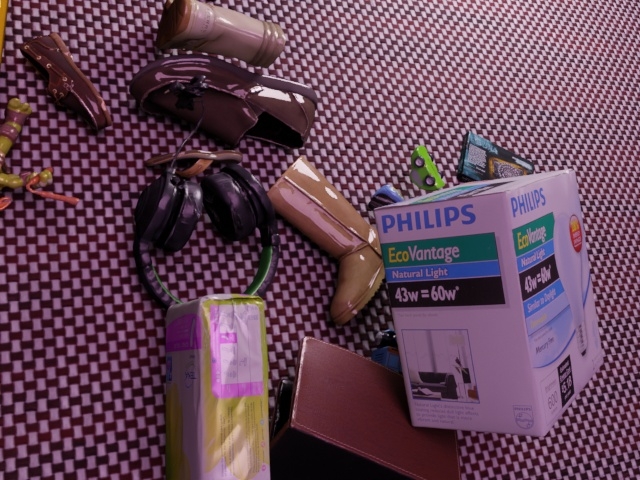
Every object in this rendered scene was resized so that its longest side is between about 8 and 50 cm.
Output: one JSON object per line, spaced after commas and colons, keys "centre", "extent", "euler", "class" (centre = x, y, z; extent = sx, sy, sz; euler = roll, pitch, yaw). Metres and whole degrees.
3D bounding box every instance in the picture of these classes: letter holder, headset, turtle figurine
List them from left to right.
{"centre": [-0.518, -0.128, 1.092], "extent": [0.270, 0.087, 0.217], "euler": [4, 59, -14], "class": "turtle figurine"}
{"centre": [-0.189, -0.062, 1.140], "extent": [0.244, 0.185, 0.393], "euler": [-10, 89, -27], "class": "headset"}
{"centre": [0.060, 0.318, 1.128], "extent": [0.302, 0.152, 0.214], "euler": [26, 33, -13], "class": "letter holder"}

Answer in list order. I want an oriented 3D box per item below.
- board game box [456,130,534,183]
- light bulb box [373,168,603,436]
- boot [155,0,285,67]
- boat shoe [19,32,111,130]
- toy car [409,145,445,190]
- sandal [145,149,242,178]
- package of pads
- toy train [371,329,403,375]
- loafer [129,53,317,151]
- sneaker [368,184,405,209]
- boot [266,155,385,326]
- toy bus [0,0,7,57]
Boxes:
{"centre": [0.403, -0.160, 1.570], "extent": [0.186, 0.026, 0.126], "euler": [23, 60, -14], "class": "board game box"}
{"centre": [0.296, 0.084, 1.151], "extent": [0.358, 0.225, 0.360], "euler": [-18, 99, -53], "class": "light bulb box"}
{"centre": [-0.190, -0.383, 1.277], "extent": [0.204, 0.262, 0.095], "euler": [9, 96, -25], "class": "boot"}
{"centre": [-0.446, -0.270, 1.200], "extent": [0.073, 0.073, 0.207], "euler": [-32, 77, -30], "class": "boat shoe"}
{"centre": [0.238, -0.085, 1.396], "extent": [0.224, 0.053, 0.239], "euler": [62, 31, 0], "class": "toy car"}
{"centre": [-0.226, -0.138, 1.252], "extent": [0.180, 0.072, 0.049], "euler": [-4, 91, -31], "class": "sandal"}
{"centre": [-0.154, 0.230, 0.990], "extent": [0.101, 0.229, 0.296], "euler": [2, 80, -26], "class": "package of pads"}
{"centre": [0.179, 0.226, 1.269], "extent": [0.184, 0.080, 0.105], "euler": [20, 70, -20], "class": "toy train"}
{"centre": [-0.167, -0.246, 1.278], "extent": [0.366, 0.134, 0.130], "euler": [3, 67, -24], "class": "loafer"}
{"centre": [0.166, -0.026, 1.384], "extent": [0.188, 0.078, 0.067], "euler": [49, 15, -14], "class": "sneaker"}
{"centre": [0.000, 0.000, 1.283], "extent": [0.269, 0.089, 0.236], "euler": [41, 47, -3], "class": "boot"}
{"centre": [-0.600, -0.400, 1.160], "extent": [0.130, 0.108, 0.332], "euler": [5, 66, -23], "class": "toy bus"}
